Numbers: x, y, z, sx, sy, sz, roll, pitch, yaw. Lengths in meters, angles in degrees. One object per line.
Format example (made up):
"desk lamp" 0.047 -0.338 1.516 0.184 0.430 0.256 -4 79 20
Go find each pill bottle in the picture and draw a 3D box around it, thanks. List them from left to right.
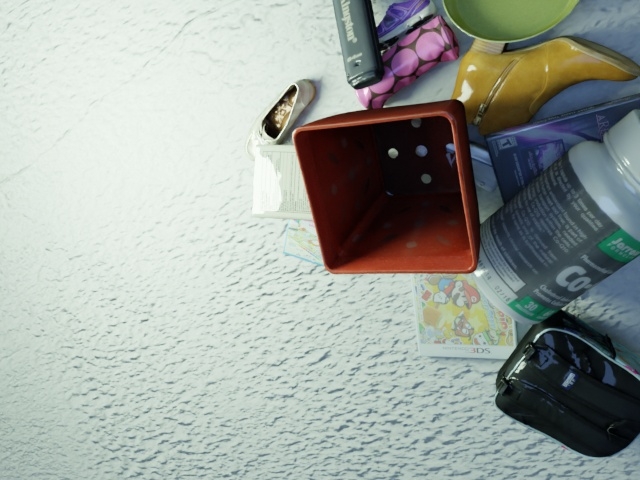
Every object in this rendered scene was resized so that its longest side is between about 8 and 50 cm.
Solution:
"pill bottle" 0.432 -0.034 1.146 0.204 0.204 0.361 47 124 4

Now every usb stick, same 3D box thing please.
"usb stick" 0.062 -0.417 1.275 0.077 0.045 0.277 -16 76 27

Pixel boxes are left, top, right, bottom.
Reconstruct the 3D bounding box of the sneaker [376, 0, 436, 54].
"sneaker" 0.136 -0.407 1.301 0.170 0.068 0.071 -28 78 18

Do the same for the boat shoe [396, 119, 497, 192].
"boat shoe" 0.223 -0.166 1.307 0.258 0.095 0.084 25 109 15

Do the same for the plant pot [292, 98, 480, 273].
"plant pot" 0.145 -0.115 1.181 0.268 0.235 0.267 -1 117 27

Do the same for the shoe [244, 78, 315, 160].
"shoe" -0.097 -0.250 1.434 0.076 0.058 0.219 45 116 5

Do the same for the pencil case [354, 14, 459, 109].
"pencil case" 0.163 -0.326 1.290 0.209 0.098 0.095 -29 48 27

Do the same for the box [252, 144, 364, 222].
"box" -0.006 -0.113 1.386 0.233 0.127 0.148 5 94 22

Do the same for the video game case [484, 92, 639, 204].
"video game case" 0.450 -0.136 1.212 0.274 0.026 0.196 -13 121 21

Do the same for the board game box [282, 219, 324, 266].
"board game box" 0.000 0.000 1.486 0.154 0.026 0.103 18 111 17

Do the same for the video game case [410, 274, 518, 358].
"video game case" 0.292 0.133 1.404 0.207 0.026 0.226 -2 104 23

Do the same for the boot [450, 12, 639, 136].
"boot" 0.385 -0.262 1.219 0.295 0.104 0.211 25 119 19

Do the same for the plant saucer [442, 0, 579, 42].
"plant saucer" 0.328 -0.436 1.168 0.241 0.037 0.240 -6 74 20

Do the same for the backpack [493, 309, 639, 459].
"backpack" 0.476 0.267 1.275 0.254 0.191 0.225 32 115 11
